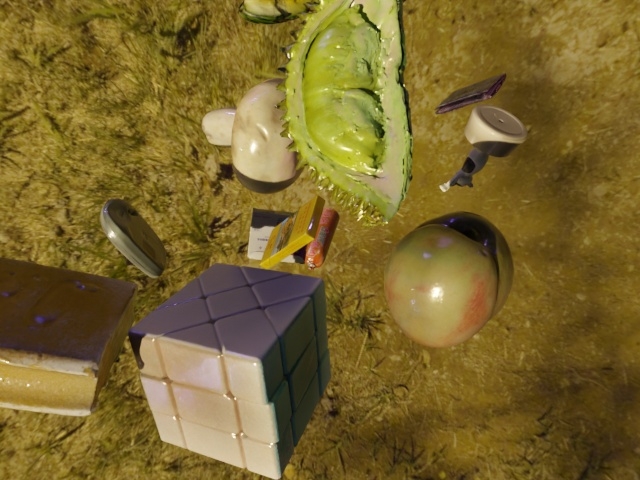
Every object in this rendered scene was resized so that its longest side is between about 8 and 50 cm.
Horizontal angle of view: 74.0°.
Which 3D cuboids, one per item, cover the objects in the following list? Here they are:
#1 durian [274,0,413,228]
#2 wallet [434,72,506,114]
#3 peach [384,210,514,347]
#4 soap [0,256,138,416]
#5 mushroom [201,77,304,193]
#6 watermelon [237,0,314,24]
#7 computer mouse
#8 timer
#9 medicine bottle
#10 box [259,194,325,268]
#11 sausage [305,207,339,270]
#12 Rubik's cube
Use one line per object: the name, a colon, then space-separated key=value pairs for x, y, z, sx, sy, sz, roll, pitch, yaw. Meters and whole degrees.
durian: x=0.049 y=-0.185 z=0.519 sx=0.168 sy=0.158 sz=0.353 roll=-2 pitch=84 yaw=36
wallet: x=0.392 y=-0.381 z=1.113 sx=0.111 sy=0.165 sz=0.030 roll=-43 pitch=113 yaw=-30
peach: x=0.259 y=0.085 z=0.884 sx=0.247 sy=0.292 sz=0.293 roll=19 pitch=91 yaw=18
soap: x=-0.568 y=0.177 z=0.838 sx=0.334 sy=0.293 sz=0.156 roll=14 pitch=112 yaw=-12
mushroom: x=-0.164 y=-0.335 z=1.360 sx=0.324 sy=0.353 sz=0.354 roll=-24 pitch=96 yaw=-29
watermelon: x=-0.036 y=-0.446 z=0.650 sx=0.123 sy=0.129 sz=0.301 roll=18 pitch=84 yaw=33
computer mouse: x=-0.638 y=-0.001 z=1.455 sx=0.094 sy=0.197 sz=0.331 roll=-17 pitch=140 yaw=3
timer: x=0.490 y=-0.263 z=1.327 sx=0.175 sy=0.175 sz=0.266 roll=10 pitch=137 yaw=-11
medicine bottle: x=-0.138 y=-0.015 z=1.427 sx=0.200 sy=0.052 sz=0.171 roll=6 pitch=109 yaw=-13
box: x=-0.052 y=-0.012 z=0.752 sx=0.023 sy=0.155 sz=0.087 roll=29 pitch=52 yaw=-24
sausage: x=0.000 y=0.000 z=1.732 sx=0.092 sy=0.093 sz=0.312 roll=27 pitch=48 yaw=-7
Rubik's cube: x=-0.177 y=0.269 z=0.970 sx=0.318 sy=0.322 sz=0.316 roll=6 pitch=116 yaw=21
